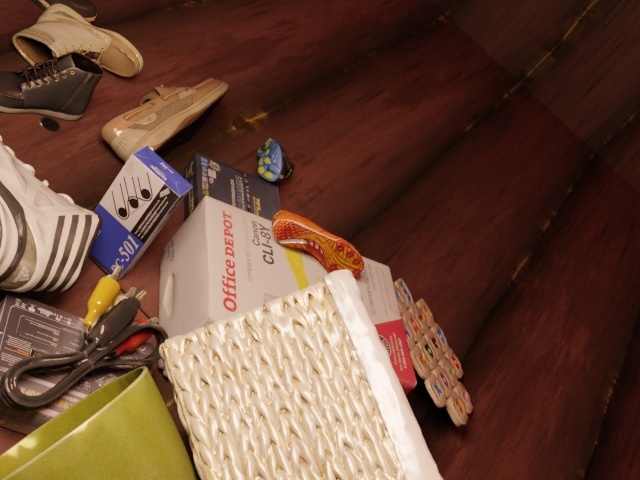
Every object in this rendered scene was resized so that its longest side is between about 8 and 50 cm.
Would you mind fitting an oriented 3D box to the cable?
[{"bbox_3d":[-0.314,0.158,1.316,0.139,0.072,0.287,54,44,-11],"label":"cable"}]

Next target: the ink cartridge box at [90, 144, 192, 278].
[{"bbox_3d":[-0.293,-0.040,1.500,0.097,0.207,0.046,42,33,1],"label":"ink cartridge box"}]

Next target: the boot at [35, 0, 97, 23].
[{"bbox_3d":[-0.512,-0.519,1.890,0.198,0.137,0.077,22,38,-27],"label":"boot"}]

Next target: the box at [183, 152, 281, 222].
[{"bbox_3d":[-0.157,-0.043,1.767,0.183,0.059,0.233,23,35,-26],"label":"box"}]

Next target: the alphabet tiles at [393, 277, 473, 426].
[{"bbox_3d":[0.199,0.205,1.785,0.284,0.021,0.278,60,17,2],"label":"alphabet tiles"}]

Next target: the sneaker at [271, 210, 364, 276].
[{"bbox_3d":[0.000,0.000,1.592,0.175,0.064,0.067,33,21,-15],"label":"sneaker"}]

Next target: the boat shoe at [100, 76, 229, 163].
[{"bbox_3d":[-0.285,-0.247,1.821,0.110,0.122,0.341,41,35,-1],"label":"boat shoe"}]

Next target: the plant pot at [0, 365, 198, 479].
[{"bbox_3d":[-0.236,0.344,1.113,0.293,0.274,0.275,57,33,-5],"label":"plant pot"}]

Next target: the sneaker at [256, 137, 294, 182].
[{"bbox_3d":[-0.084,-0.155,1.932,0.078,0.067,0.188,38,10,-15],"label":"sneaker"}]

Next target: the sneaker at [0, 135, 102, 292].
[{"bbox_3d":[-0.492,-0.077,1.441,0.447,0.169,0.257,54,14,31],"label":"sneaker"}]

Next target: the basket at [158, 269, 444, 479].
[{"bbox_3d":[-0.021,0.279,1.248,0.266,0.328,0.331,-20,61,-10],"label":"basket"}]

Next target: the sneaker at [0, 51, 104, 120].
[{"bbox_3d":[-0.491,-0.283,1.659,0.222,0.118,0.083,3,49,-43],"label":"sneaker"}]

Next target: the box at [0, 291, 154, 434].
[{"bbox_3d":[-0.348,0.188,1.323,0.231,0.056,0.183,24,38,-24],"label":"box"}]

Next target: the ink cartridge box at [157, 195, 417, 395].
[{"bbox_3d":[-0.058,0.126,1.587,0.384,0.160,0.279,21,38,-27],"label":"ink cartridge box"}]

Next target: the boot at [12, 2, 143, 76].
[{"bbox_3d":[-0.454,-0.352,1.814,0.213,0.077,0.165,31,34,-6],"label":"boot"}]
